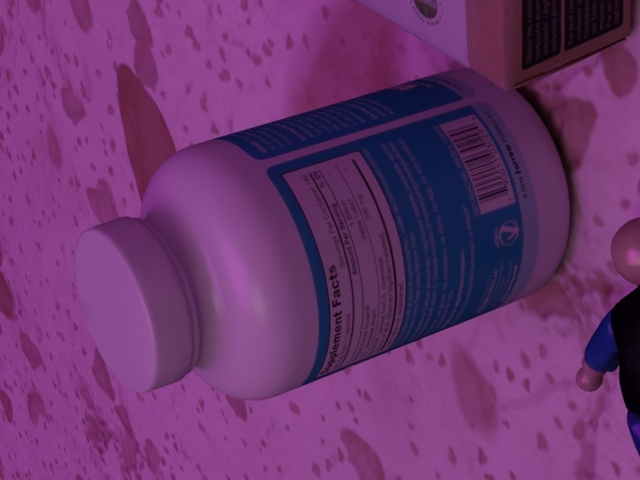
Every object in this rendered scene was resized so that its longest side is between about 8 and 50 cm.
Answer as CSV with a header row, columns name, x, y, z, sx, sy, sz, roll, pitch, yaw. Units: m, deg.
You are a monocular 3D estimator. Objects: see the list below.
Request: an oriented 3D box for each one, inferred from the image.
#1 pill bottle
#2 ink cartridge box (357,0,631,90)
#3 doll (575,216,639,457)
name,x,y,z,sx,sy,sz,roll,pitch,yaw
pill bottle,0.000,0.000,0.843,0.146,0.264,0.146,37,137,46
ink cartridge box,0.053,-0.213,0.780,0.234,0.088,0.193,38,146,45
doll,0.186,0.080,0.796,0.129,0.046,0.189,2,108,59
